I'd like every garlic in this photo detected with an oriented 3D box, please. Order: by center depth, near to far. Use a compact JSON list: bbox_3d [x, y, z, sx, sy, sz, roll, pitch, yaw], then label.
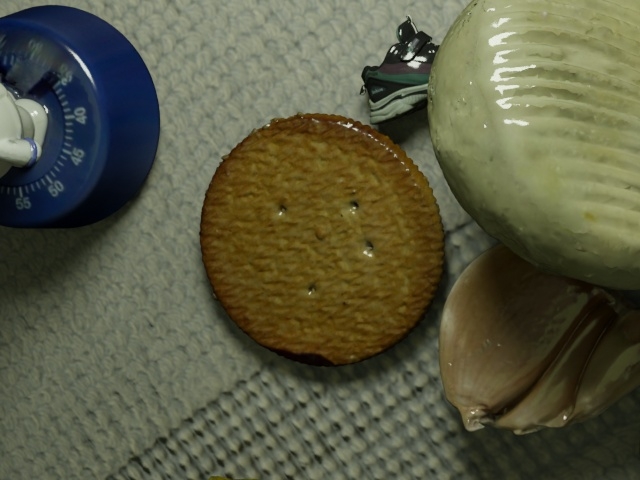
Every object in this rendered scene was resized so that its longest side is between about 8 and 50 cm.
[{"bbox_3d":[0.235,0.109,1.602,0.228,0.110,0.217,-40,74,9],"label":"garlic"}]

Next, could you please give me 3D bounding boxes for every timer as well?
[{"bbox_3d":[-0.370,-0.121,1.606,0.270,0.383,0.270,3,100,18],"label":"timer"}]

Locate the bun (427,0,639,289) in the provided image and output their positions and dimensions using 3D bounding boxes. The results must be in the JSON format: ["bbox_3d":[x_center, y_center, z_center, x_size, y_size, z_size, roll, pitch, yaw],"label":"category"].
[{"bbox_3d":[0.255,-0.112,1.454,0.234,0.326,0.362,-46,57,55],"label":"bun"}]

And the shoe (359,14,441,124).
[{"bbox_3d":[0.110,-0.200,1.609,0.169,0.071,0.099,-27,87,23],"label":"shoe"}]

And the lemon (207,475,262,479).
[{"bbox_3d":[-0.090,0.375,1.711,0.181,0.180,0.193,-9,65,19],"label":"lemon"}]

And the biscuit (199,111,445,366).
[{"bbox_3d":[0.000,0.000,1.682,0.305,0.038,0.305,5,106,19],"label":"biscuit"}]
